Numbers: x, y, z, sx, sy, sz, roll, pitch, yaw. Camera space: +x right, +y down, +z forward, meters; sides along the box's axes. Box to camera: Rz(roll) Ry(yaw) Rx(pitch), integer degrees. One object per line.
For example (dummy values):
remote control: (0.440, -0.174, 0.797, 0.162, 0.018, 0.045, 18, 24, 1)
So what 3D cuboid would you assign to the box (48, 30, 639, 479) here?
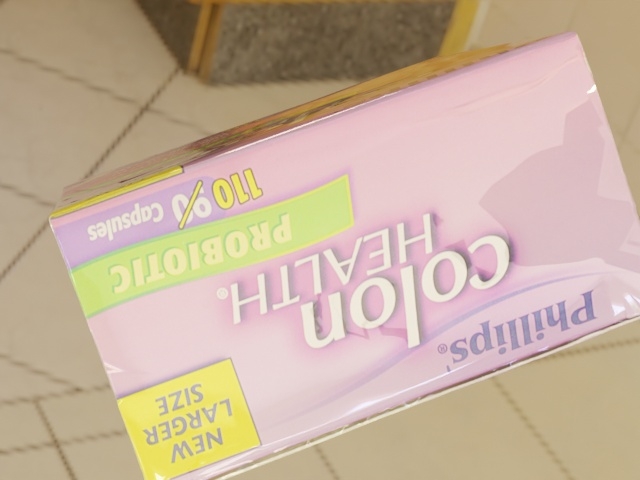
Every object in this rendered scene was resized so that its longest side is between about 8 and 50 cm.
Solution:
box: (0.000, 0.000, 0.704, 0.214, 0.117, 0.243, -20, 8, -6)
